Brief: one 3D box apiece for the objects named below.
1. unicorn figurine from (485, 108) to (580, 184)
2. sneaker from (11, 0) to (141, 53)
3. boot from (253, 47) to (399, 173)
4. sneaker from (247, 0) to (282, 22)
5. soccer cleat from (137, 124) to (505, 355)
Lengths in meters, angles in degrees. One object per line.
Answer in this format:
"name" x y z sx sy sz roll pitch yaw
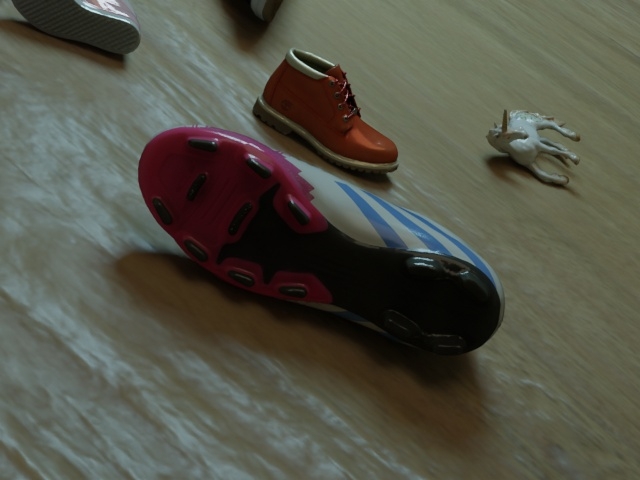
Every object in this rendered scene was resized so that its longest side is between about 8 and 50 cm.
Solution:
"unicorn figurine" 0.234 -0.110 1.743 0.111 0.060 0.162 23 13 -5
"sneaker" -0.240 -0.231 1.546 0.134 0.051 0.070 22 27 -16
"boot" 0.018 -0.128 1.555 0.158 0.085 0.059 29 27 2
"sneaker" -0.095 -0.342 1.792 0.153 0.099 0.282 28 21 -8
"soccer cleat" 0.000 0.000 1.326 0.331 0.116 0.143 27 13 -4
